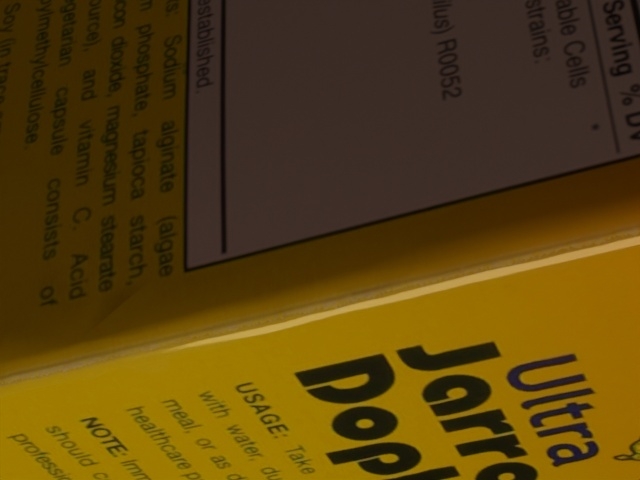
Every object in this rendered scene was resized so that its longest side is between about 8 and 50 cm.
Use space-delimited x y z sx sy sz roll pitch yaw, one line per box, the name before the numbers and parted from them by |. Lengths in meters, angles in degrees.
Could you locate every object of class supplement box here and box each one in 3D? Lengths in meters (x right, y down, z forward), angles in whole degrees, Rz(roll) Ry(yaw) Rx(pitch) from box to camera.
supplement box | 0.000 0.000 0.514 0.356 0.194 0.195 -14 142 16
